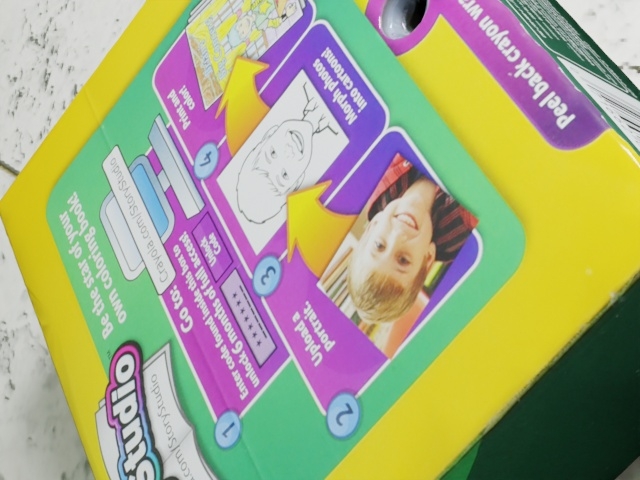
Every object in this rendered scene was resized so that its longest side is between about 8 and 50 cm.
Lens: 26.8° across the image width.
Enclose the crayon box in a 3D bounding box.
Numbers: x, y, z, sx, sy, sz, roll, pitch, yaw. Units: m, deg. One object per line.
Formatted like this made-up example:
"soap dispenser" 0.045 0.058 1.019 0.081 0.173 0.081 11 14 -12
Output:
"crayon box" 0.000 0.000 0.663 0.313 0.106 0.363 -50 45 22
